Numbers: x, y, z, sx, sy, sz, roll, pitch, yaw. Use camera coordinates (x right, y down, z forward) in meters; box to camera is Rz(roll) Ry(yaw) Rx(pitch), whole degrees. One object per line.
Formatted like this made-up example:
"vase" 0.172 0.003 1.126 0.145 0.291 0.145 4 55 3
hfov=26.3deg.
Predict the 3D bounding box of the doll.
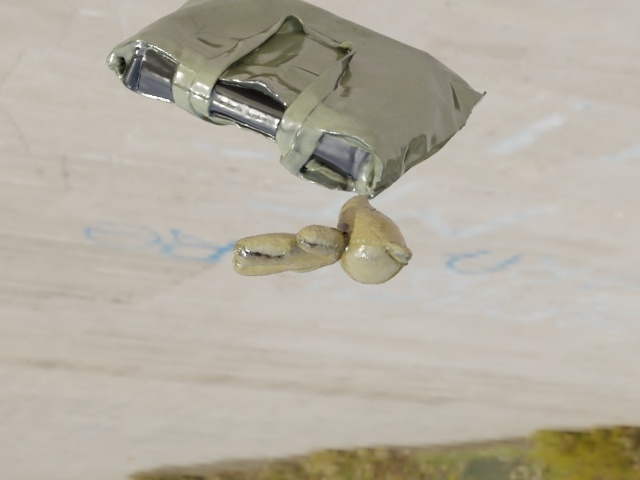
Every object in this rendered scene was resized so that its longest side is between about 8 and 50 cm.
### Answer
"doll" 0.002 0.009 0.755 0.093 0.051 0.061 -22 168 -14

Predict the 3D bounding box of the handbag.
"handbag" -0.021 -0.152 1.326 0.316 0.109 0.253 26 -149 11
